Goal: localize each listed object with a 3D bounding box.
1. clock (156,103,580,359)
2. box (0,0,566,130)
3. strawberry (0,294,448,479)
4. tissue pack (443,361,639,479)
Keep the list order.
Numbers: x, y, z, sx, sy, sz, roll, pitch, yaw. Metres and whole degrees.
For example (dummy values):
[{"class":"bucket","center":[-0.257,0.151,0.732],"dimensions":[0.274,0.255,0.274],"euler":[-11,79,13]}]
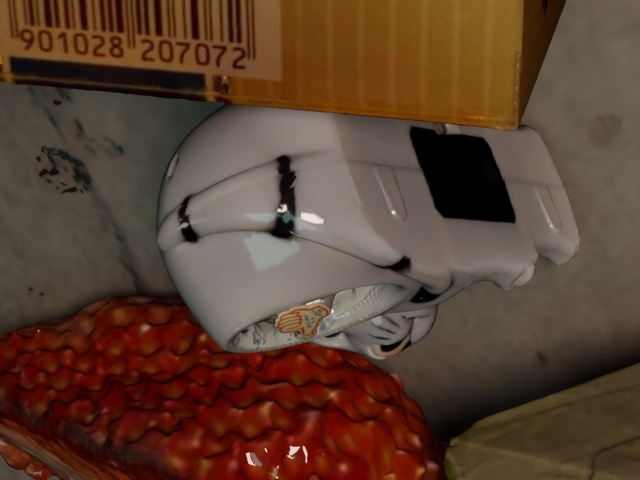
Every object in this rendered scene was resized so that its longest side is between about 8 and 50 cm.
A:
[{"class":"clock","center":[0.000,0.001,0.607],"dimensions":[0.117,0.176,0.080],"euler":[-29,73,30]},{"class":"box","center":[-0.040,-0.102,0.567],"dimensions":[0.237,0.152,0.070],"euler":[8,120,12]},{"class":"strawberry","center":[-0.023,0.085,0.698],"dimensions":[0.236,0.107,0.175],"euler":[39,157,-5]},{"class":"tissue pack","center":[0.182,0.183,0.610],"dimensions":[0.200,0.167,0.275],"euler":[-19,117,-4]}]
